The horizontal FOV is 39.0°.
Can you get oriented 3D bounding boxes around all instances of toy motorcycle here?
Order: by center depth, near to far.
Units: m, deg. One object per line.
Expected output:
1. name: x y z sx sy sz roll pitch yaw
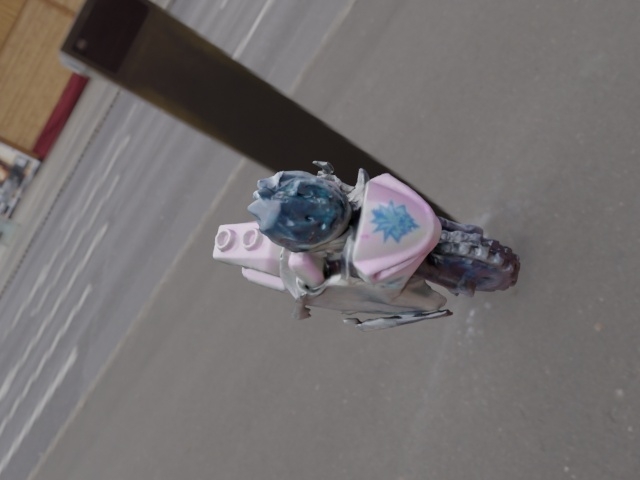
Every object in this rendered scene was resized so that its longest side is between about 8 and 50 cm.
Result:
1. toy motorcycle: 0.001 -0.006 0.656 0.239 0.204 0.108 -17 63 31
